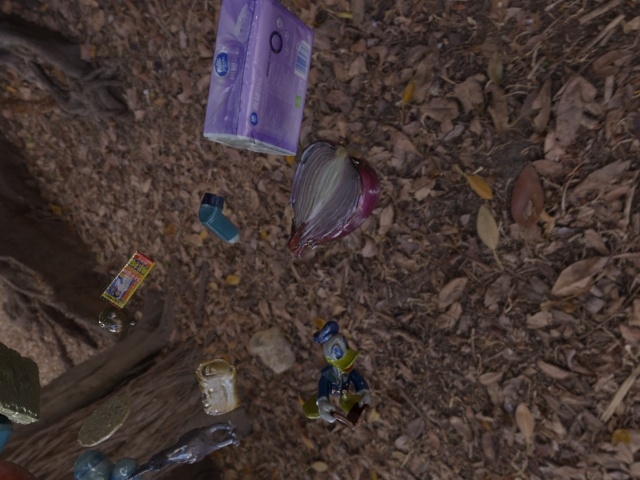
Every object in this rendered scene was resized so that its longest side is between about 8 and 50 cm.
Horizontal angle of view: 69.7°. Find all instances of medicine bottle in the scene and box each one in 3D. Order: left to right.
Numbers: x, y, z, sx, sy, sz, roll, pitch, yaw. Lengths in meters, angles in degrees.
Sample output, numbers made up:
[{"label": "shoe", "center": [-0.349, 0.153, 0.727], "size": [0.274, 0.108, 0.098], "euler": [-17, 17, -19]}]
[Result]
[{"label": "medicine bottle", "center": [-0.396, -0.080, 1.833], "size": [0.079, 0.124, 0.258], "euler": [13, 158, 23]}]

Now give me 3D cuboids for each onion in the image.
[{"label": "onion", "center": [0.032, -0.096, 1.259], "size": [0.267, 0.159, 0.349], "euler": [52, 123, 38]}]

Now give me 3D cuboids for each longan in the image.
[{"label": "longan", "center": [-0.688, 0.269, 1.566], "size": [0.106, 0.119, 0.106], "euler": [-172, 90, -77]}]

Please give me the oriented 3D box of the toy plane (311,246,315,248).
[{"label": "toy plane", "center": [-0.001, -0.002, 1.468], "size": [0.084, 0.078, 0.024], "euler": [-37, 117, 15]}]

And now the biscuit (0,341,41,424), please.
[{"label": "biscuit", "center": [-0.704, 0.312, 1.028], "size": [0.252, 0.052, 0.150], "euler": [91, 161, -58]}]

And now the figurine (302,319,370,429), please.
[{"label": "figurine", "center": [0.032, 0.376, 1.248], "size": [0.284, 0.204, 0.339], "euler": [-107, 8, -68]}]

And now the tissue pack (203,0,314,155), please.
[{"label": "tissue pack", "center": [-0.151, -0.391, 1.145], "size": [0.160, 0.242, 0.339], "euler": [12, 95, 30]}]

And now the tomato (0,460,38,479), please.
[{"label": "tomato", "center": [-0.871, 0.789, 1.250], "size": [0.143, 0.338, 0.339], "euler": [9, 120, 16]}]

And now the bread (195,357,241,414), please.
[{"label": "bread", "center": [-0.347, 0.498, 1.574], "size": [0.081, 0.134, 0.225], "euler": [-112, 19, -64]}]

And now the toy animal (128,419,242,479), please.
[{"label": "toy animal", "center": [-0.302, 0.527, 1.213], "size": [0.205, 0.367, 0.081], "euler": [-24, 77, 16]}]

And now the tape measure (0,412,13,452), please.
[{"label": "tape measure", "center": [-0.525, 0.277, 0.664], "size": [0.125, 0.081, 0.146], "euler": [-2, 149, 41]}]

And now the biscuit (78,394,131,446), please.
[{"label": "biscuit", "center": [-0.542, 0.454, 1.159], "size": [0.152, 0.152, 0.020], "euler": [-1, 127, 45]}]

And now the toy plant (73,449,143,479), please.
[{"label": "toy plant", "center": [-0.522, 0.687, 1.188], "size": [0.332, 0.247, 0.247], "euler": [53, 138, 6]}]

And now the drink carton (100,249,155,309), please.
[{"label": "drink carton", "center": [-0.571, 0.117, 1.366], "size": [0.071, 0.166, 0.056], "euler": [37, 153, -15]}]
